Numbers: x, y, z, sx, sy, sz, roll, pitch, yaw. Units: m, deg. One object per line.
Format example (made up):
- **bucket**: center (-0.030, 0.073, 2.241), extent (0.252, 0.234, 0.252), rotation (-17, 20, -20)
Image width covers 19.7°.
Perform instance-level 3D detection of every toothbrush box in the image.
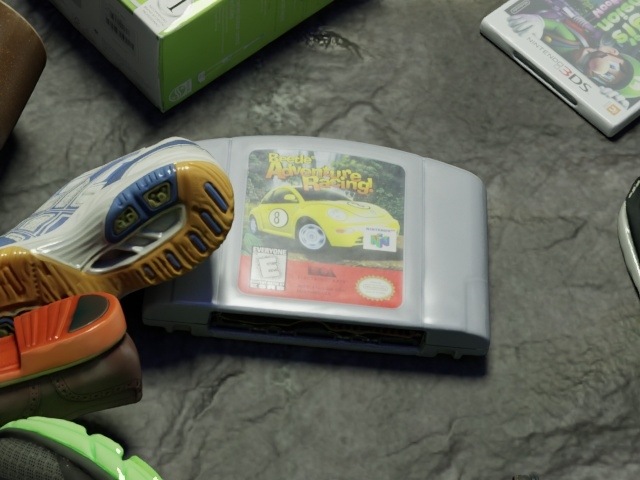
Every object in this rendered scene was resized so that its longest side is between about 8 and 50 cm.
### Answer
- **toothbrush box**: center (-0.104, -0.286, 1.721), extent (0.283, 0.122, 0.206), rotation (-35, 67, -23)

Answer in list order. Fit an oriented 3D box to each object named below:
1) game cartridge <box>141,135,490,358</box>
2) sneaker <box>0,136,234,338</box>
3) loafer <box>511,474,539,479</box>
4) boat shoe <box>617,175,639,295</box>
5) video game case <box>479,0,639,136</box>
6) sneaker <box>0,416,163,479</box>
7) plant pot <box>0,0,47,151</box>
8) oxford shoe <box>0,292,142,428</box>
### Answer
- **game cartridge**: center (0.000, 0.000, 1.590), extent (0.294, 0.060, 0.196), rotation (5, 50, -4)
- **sneaker**: center (-0.207, 0.015, 1.515), extent (0.296, 0.112, 0.131), rotation (-26, 24, -1)
- **loafer**: center (0.137, 0.253, 1.424), extent (0.061, 0.062, 0.170), rotation (11, 53, 6)
- **boat shoe**: center (0.332, 0.056, 1.571), extent (0.114, 0.091, 0.302), rotation (-12, 57, -16)
- **video game case**: center (0.280, -0.204, 1.791), extent (0.190, 0.022, 0.173), rotation (-36, 67, -28)
- **sneaker**: center (-0.137, 0.320, 1.265), extent (0.202, 0.185, 0.483), rotation (-24, 58, -20)
- **plant pot**: center (-0.362, -0.081, 1.522), extent (0.215, 0.215, 0.230), rotation (13, 69, 2)
- **oxford shoe**: center (-0.270, 0.133, 1.432), extent (0.271, 0.098, 0.097), rotation (-18, 26, 2)
